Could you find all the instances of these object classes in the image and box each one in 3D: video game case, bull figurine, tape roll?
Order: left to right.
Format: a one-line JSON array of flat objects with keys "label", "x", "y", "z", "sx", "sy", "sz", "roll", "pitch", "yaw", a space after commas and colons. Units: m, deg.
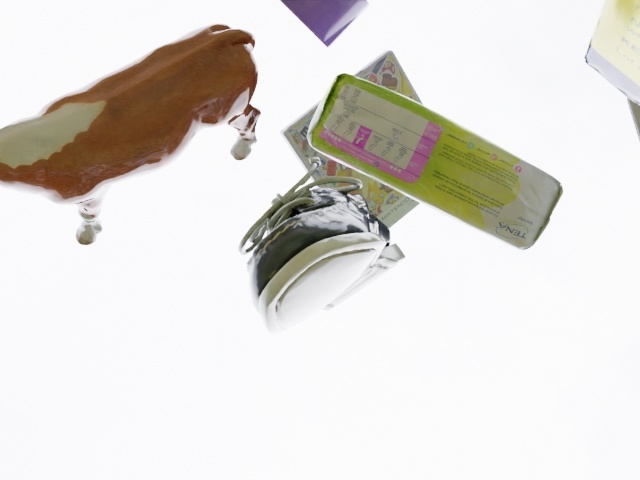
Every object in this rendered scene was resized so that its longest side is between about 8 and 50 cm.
[{"label": "bull figurine", "x": -0.191, "y": -0.093, "z": 0.763, "sx": 0.310, "sy": 0.188, "sz": 0.101, "roll": -26, "pitch": -107, "yaw": -10}, {"label": "tape roll", "x": -0.030, "y": -0.342, "z": 1.072, "sx": 0.189, "sy": 0.189, "sz": 0.080, "roll": 46, "pitch": -81, "yaw": 8}, {"label": "video game case", "x": 0.080, "y": -0.133, "z": 1.245, "sx": 0.206, "sy": 0.026, "sz": 0.227, "roll": -39, "pitch": -66, "yaw": -9}]

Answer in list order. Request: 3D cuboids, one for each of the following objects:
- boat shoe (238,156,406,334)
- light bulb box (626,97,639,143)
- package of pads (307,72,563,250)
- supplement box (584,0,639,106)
[{"label": "boat shoe", "x": 0.000, "y": 0.000, "z": 0.559, "sx": 0.095, "sy": 0.254, "sz": 0.079, "roll": -38, "pitch": -98, "yaw": 16}, {"label": "light bulb box", "x": 0.492, "y": -0.119, "z": 0.954, "sx": 0.225, "sy": 0.361, "sz": 0.358, "roll": -15, "pitch": -62, "yaw": 24}, {"label": "package of pads", "x": 0.136, "y": -0.100, "z": 1.025, "sx": 0.296, "sy": 0.229, "sz": 0.101, "roll": 26, "pitch": -82, "yaw": 1}, {"label": "supplement box", "x": 0.226, "y": -0.117, "z": 0.210, "sx": 0.194, "sy": 0.356, "sz": 0.195, "roll": 42, "pitch": -88, "yaw": 12}]
